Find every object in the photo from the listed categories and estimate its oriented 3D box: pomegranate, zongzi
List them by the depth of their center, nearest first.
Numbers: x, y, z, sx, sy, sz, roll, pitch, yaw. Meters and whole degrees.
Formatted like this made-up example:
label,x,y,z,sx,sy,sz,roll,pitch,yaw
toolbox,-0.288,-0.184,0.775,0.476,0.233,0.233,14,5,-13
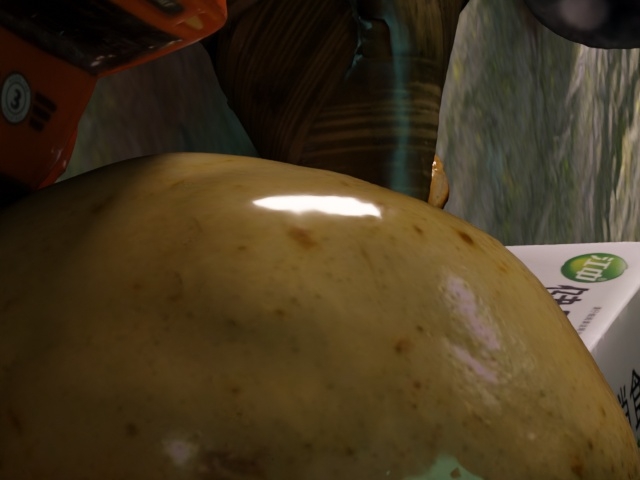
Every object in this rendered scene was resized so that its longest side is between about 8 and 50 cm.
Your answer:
label,x,y,z,sx,sy,sz,roll,pitch,yaw
pomegranate,-0.025,0.112,0.725,0.319,0.319,0.319,7,83,-63
zongzi,0.033,-0.096,0.954,0.286,0.134,0.288,1,65,-63

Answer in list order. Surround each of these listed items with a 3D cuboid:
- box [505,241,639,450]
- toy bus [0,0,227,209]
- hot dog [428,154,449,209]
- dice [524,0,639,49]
label,x,y,z,sx,sy,sz,roll,pitch,yaw
box,0.095,0.117,1.087,0.333,0.173,0.145,-38,123,-58
toy bus,-0.112,-0.170,0.713,0.143,0.153,0.329,30,62,-62
hot dog,0.000,0.000,1.026,0.104,0.076,0.250,54,34,-19
dice,0.242,-0.260,1.398,0.182,0.181,0.183,-66,145,-41
